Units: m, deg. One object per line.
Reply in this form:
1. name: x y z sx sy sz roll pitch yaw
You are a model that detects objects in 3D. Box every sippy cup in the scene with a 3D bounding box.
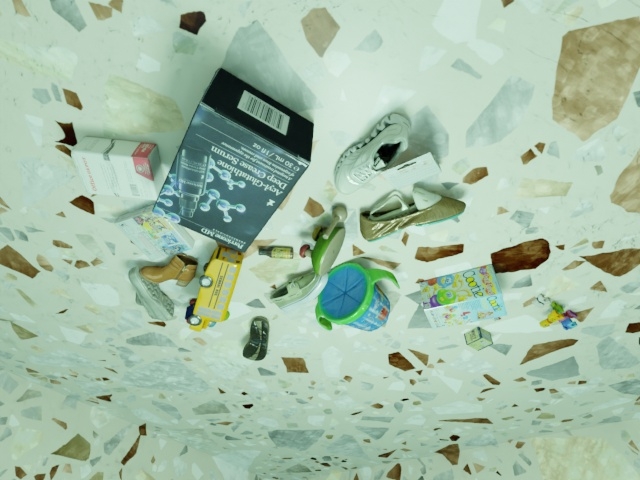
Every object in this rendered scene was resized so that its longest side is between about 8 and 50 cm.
1. sippy cup: 0.145 0.234 1.523 0.305 0.240 0.224 -3 150 41

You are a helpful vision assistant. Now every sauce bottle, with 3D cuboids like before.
1. sauce bottle: -0.163 0.046 1.469 0.128 0.042 0.042 1 134 0

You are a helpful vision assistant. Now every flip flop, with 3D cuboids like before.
1. flip flop: -0.290 0.452 1.853 0.112 0.080 0.277 13 118 -2

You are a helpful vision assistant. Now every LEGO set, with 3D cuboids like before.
1. LEGO set: 0.942 0.313 1.628 0.227 0.087 0.093 27 129 -20

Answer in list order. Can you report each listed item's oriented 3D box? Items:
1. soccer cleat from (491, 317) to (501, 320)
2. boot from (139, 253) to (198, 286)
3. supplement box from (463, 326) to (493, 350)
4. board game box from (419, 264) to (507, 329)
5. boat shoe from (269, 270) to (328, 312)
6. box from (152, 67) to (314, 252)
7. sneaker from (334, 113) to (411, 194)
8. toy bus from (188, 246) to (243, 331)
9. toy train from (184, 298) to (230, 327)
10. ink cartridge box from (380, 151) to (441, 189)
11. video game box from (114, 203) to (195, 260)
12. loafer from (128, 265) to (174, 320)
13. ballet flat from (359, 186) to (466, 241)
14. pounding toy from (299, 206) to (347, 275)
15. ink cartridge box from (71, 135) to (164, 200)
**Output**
1. soccer cleat: 0.726 0.316 1.685 0.083 0.029 0.035 34 123 -32
2. boot: -0.575 0.102 1.532 0.197 0.073 0.152 15 135 -27
3. supplement box: 0.702 0.437 1.783 0.083 0.056 0.083 30 129 -23
4. board game box: 0.536 0.218 1.522 0.275 0.142 0.144 -16 131 19
5. boat shoe: -0.090 0.194 1.566 0.094 0.109 0.302 33 130 -23
6. box: -0.244 -0.202 1.118 0.293 0.212 0.395 25 131 -20
7. sneaker: 0.138 -0.223 1.141 0.110 0.118 0.292 27 131 -23
8. toy bus: -0.398 0.191 1.512 0.130 0.108 0.333 16 113 -13
9. toy train: -0.436 0.294 1.693 0.248 0.105 0.143 -22 139 23
10. ink cartridge box: 0.254 -0.207 1.138 0.145 0.045 0.179 -21 162 22
11. video game box: -0.583 -0.027 1.421 0.187 0.048 0.205 -13 132 18
12. loafer: -0.704 0.227 1.630 0.111 0.112 0.319 -10 134 1
13. ballet flat: 0.277 -0.097 1.276 0.342 0.116 0.124 -16 112 23
14. pounding toy: 0.000 0.000 1.353 0.110 0.183 0.237 25 136 15
15. ink cartridge box: -0.601 -0.215 1.210 0.218 0.092 0.158 5 134 -3
